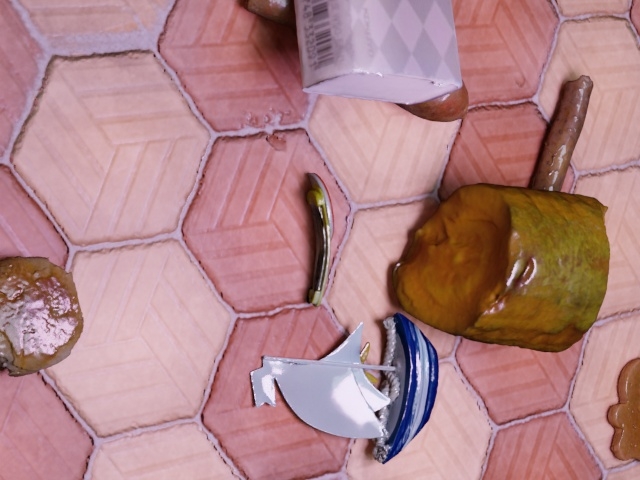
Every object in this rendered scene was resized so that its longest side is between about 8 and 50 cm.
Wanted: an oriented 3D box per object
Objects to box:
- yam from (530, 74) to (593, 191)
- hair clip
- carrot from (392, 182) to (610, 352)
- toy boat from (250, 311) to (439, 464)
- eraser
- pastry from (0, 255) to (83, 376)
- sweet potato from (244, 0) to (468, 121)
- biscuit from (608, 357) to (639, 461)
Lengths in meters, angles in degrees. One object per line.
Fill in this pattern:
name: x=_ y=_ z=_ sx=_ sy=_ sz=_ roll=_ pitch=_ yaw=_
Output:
yam: x=0.379 y=-0.153 z=2.237 sx=0.057 sy=0.057 sz=0.241 roll=28 pitch=77 yaw=-31
hair clip: x=0.000 y=0.000 z=1.980 sx=0.033 sy=0.060 sz=0.188 roll=-1 pitch=96 yaw=-17
carrot: x=0.302 y=0.041 z=2.076 sx=0.340 sy=0.241 sz=0.241 roll=7 pitch=87 yaw=-33
toy boat: x=0.036 y=0.207 z=2.005 sx=0.291 sy=0.067 sz=0.220 roll=6 pitch=88 yaw=-31
eraser: x=0.065 y=-0.386 z=1.930 sx=0.213 sy=0.082 sz=0.397 roll=4 pitch=70 yaw=-30
pastry: x=-0.360 y=0.090 z=1.721 sx=0.153 sy=0.081 sz=0.153 roll=-1 pitch=91 yaw=-30
sweet potato: x=0.068 y=-0.279 z=1.998 sx=0.385 sy=0.109 sz=0.109 roll=29 pitch=75 yaw=-24
biscuit: x=0.530 y=0.281 z=2.357 sx=0.133 sy=0.027 sz=0.184 roll=-1 pitch=90 yaw=-33
